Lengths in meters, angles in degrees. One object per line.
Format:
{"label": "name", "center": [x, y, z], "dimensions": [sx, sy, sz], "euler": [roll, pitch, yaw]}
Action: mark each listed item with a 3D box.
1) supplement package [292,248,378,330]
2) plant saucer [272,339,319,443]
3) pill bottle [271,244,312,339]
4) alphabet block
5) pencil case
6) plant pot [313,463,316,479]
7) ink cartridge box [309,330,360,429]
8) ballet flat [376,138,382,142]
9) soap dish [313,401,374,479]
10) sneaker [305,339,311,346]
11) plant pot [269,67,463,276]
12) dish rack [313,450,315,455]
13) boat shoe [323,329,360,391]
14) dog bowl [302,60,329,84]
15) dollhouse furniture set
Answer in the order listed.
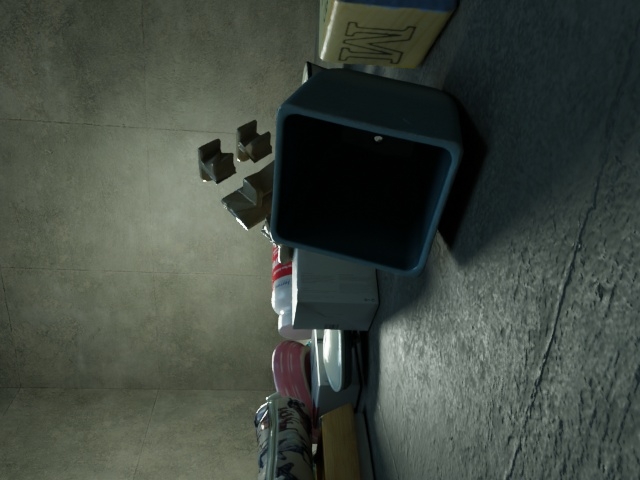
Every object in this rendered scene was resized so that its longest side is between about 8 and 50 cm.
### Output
{"label": "supplement package", "center": [0.029, 0.100, 1.357], "dimensions": [0.149, 0.194, 0.203], "euler": [102, 169, -54]}
{"label": "plant saucer", "center": [-0.034, 0.466, 1.734], "dimensions": [0.332, 0.084, 0.332], "euler": [57, -164, -26]}
{"label": "pill bottle", "center": [-0.071, 0.157, 2.089], "dimensions": [0.229, 0.228, 0.408], "euler": [103, 168, -58]}
{"label": "alphabet block", "center": [0.103, -0.422, 0.912], "dimensions": [0.197, 0.193, 0.193], "euler": [125, 149, -78]}
{"label": "pencil case", "center": [-0.092, 0.562, 1.363], "dimensions": [0.410, 0.159, 0.184], "euler": [-102, -1, -69]}
{"label": "plant pot", "center": [-0.053, 0.752, 1.546], "dimensions": [0.293, 0.292, 0.235], "euler": [118, 166, -75]}
{"label": "ink cartridge box", "center": [0.034, 0.369, 1.574], "dimensions": [0.273, 0.114, 0.197], "euler": [-94, 9, -53]}
{"label": "ballet flat", "center": [0.134, -0.111, 1.163], "dimensions": [0.067, 0.072, 0.207], "euler": [-27, -54, -66]}
{"label": "soap dish", "center": [0.052, 0.583, 1.332], "dimensions": [0.291, 0.118, 0.229], "euler": [-94, 9, -52]}
{"label": "sneaker", "center": [-0.032, 0.445, 2.164], "dimensions": [0.107, 0.109, 0.276], "euler": [-103, 17, -67]}
{"label": "plant pot", "center": [0.078, -0.137, 0.865], "dimensions": [0.252, 0.246, 0.248], "euler": [-70, -9, -47]}
{"label": "dish rack", "center": [-0.001, 0.797, 1.811], "dimensions": [0.271, 0.074, 0.209], "euler": [56, -142, -86]}
{"label": "boat shoe", "center": [0.069, 0.235, 1.441], "dimensions": [0.116, 0.098, 0.320], "euler": [131, 142, -53]}
{"label": "dog bowl", "center": [0.008, -0.417, 1.948], "dimensions": [0.408, 0.150, 0.409], "euler": [-178, 90, -84]}
{"label": "dollhouse furniture set", "center": [-0.091, -0.148, 1.578], "dimensions": [0.362, 0.394, 0.257], "euler": [44, 151, 20]}
